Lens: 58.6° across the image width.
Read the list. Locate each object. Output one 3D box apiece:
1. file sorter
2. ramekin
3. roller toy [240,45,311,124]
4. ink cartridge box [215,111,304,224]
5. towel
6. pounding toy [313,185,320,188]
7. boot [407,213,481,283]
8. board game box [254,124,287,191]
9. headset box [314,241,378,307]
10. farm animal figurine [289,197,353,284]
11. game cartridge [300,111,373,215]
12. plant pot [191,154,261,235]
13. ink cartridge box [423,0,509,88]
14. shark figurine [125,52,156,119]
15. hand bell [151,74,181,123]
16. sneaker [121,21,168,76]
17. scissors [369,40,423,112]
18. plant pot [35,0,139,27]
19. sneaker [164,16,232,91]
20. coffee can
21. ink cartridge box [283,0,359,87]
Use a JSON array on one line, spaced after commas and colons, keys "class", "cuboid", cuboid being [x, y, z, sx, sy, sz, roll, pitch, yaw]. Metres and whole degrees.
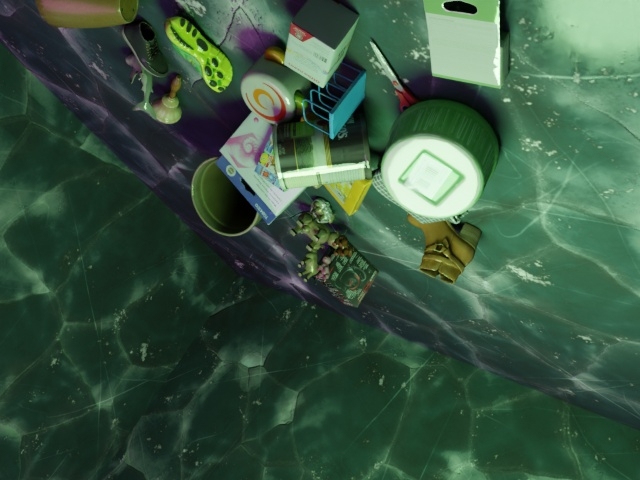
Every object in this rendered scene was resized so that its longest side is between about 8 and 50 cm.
[{"class": "file sorter", "cuboid": [0.038, -0.397, 1.590, 0.104, 0.170, 0.118, 30, 161, 14]}, {"class": "ramekin", "cuboid": [0.307, -0.203, 1.512, 0.303, 0.148, 0.303, 15, 136, 16]}, {"class": "roller toy", "cuboid": [-0.132, -0.466, 1.721, 0.191, 0.146, 0.209, -9, 129, 50]}, {"class": "ink cartridge box", "cuboid": [-0.211, -0.260, 2.076, 0.324, 0.071, 0.330, 49, 122, 2]}, {"class": "towel", "cuboid": [0.318, -0.160, 1.803, 0.283, 0.121, 0.235, 38, 161, -16]}, {"class": "pounding toy", "cuboid": [-0.128, -0.248, 2.231, 0.269, 0.154, 0.155, 29, 160, 11]}, {"class": "boot", "cuboid": [0.389, 0.017, 1.968, 0.283, 0.220, 0.109, 25, 160, 20]}, {"class": "board game box", "cuboid": [-0.131, -0.286, 1.963, 0.136, 0.035, 0.201, 36, 119, 11]}, {"class": "headset box", "cuboid": [0.130, 0.166, 2.737, 0.293, 0.218, 0.110, 43, 160, -29]}, {"class": "farm animal figurine", "cuboid": [0.000, 0.000, 2.526, 0.330, 0.172, 0.327, -31, 95, 41]}, {"class": "game cartridge", "cuboid": [0.036, -0.260, 1.959, 0.324, 0.052, 0.285, 48, 163, 9]}, {"class": "plant pot", "cuboid": [-0.320, -0.210, 2.352, 0.323, 0.280, 0.323, 9, 111, 23]}, {"class": "ink cartridge box", "cuboid": [0.314, -0.442, 1.224, 0.171, 0.056, 0.235, 21, 155, 28]}, {"class": "shark figurine", "cuboid": [-0.656, -0.622, 2.187, 0.116, 0.278, 0.166, -1, 156, -47]}, {"class": "hand bell", "cuboid": [-0.587, -0.581, 2.265, 0.126, 0.126, 0.242, 36, 147, -10]}, {"class": "sneaker", "cuboid": [-0.607, -0.677, 2.041, 0.118, 0.083, 0.222, 13, 152, 43]}, {"class": "scissors", "cuboid": [0.204, -0.407, 1.527, 0.297, 0.021, 0.109, 39, 162, -23]}, {"class": "plant pot", "cuboid": [-0.723, -0.778, 1.811, 0.254, 0.237, 0.237, 15, 158, 9]}, {"class": "sneaker", "cuboid": [-0.396, -0.617, 1.869, 0.295, 0.109, 0.123, 49, 178, -43]}, {"class": "coffee can", "cuboid": [0.008, -0.266, 1.718, 0.275, 0.201, 0.201, -7, 153, 4]}, {"class": "ink cartridge box", "cuboid": [-0.002, -0.506, 1.447, 0.128, 0.127, 0.176, 32, 161, 0]}]
